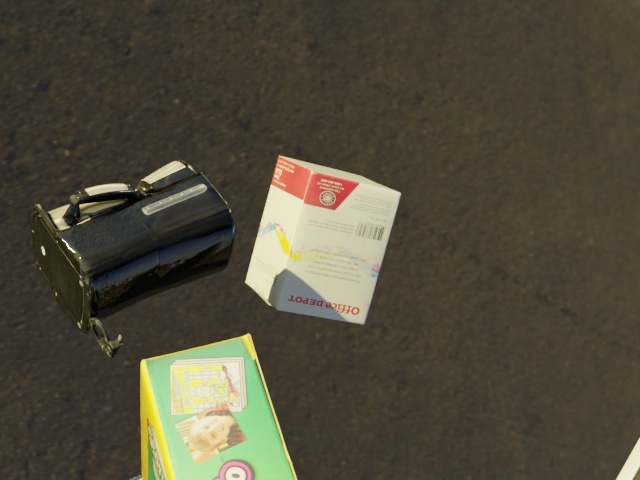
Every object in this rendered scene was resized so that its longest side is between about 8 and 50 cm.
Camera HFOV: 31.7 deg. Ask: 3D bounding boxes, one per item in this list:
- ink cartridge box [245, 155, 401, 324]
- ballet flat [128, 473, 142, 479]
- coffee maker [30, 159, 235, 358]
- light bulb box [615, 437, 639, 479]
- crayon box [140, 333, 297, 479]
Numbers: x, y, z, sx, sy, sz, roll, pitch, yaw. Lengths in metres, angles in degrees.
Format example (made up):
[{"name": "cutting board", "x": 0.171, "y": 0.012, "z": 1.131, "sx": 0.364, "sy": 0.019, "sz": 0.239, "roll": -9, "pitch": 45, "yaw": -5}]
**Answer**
[{"name": "ink cartridge box", "x": 0.000, "y": 0.000, "z": 1.416, "sx": 0.128, "sy": 0.127, "sz": 0.176, "roll": 13, "pitch": 97, "yaw": -25}, {"name": "ballet flat", "x": -0.278, "y": 0.397, "z": 1.201, "sx": 0.400, "sy": 0.139, "sz": 0.139, "roll": -43, "pitch": 115, "yaw": -26}, {"name": "coffee maker", "x": -0.179, "y": 0.017, "z": 1.147, "sx": 0.178, "sy": 0.120, "sz": 0.171, "roll": -23, "pitch": 81, "yaw": -29}, {"name": "light bulb box", "x": 0.205, "y": 0.153, "z": 0.167, "sx": 0.225, "sy": 0.361, "sz": 0.358, "roll": 49, "pitch": 53, "yaw": -9}, {"name": "crayon box", "x": -0.065, "y": 0.317, "z": 0.955, "sx": 0.106, "sy": 0.313, "sz": 0.363, "roll": -11, "pitch": 56, "yaw": -17}]
